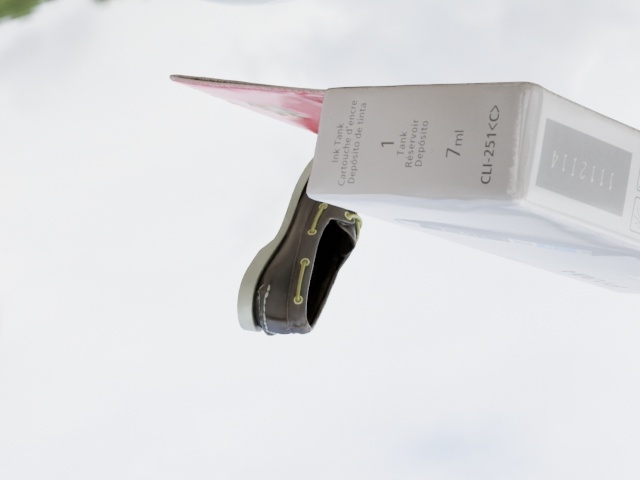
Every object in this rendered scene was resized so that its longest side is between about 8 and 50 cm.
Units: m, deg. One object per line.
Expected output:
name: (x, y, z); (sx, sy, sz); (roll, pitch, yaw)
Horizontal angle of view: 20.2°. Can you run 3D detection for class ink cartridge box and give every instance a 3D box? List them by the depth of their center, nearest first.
ink cartridge box: (0.098, -0.026, 1.019); (0.261, 0.066, 0.296); (5, 172, 43)

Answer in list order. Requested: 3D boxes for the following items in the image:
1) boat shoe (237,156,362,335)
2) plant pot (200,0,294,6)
boat shoe: (0.000, 0.000, 1.634); (0.068, 0.081, 0.228); (10, -131, 22)
plant pot: (-0.064, -0.290, 1.324); (0.271, 0.272, 0.255); (-29, -172, -27)
